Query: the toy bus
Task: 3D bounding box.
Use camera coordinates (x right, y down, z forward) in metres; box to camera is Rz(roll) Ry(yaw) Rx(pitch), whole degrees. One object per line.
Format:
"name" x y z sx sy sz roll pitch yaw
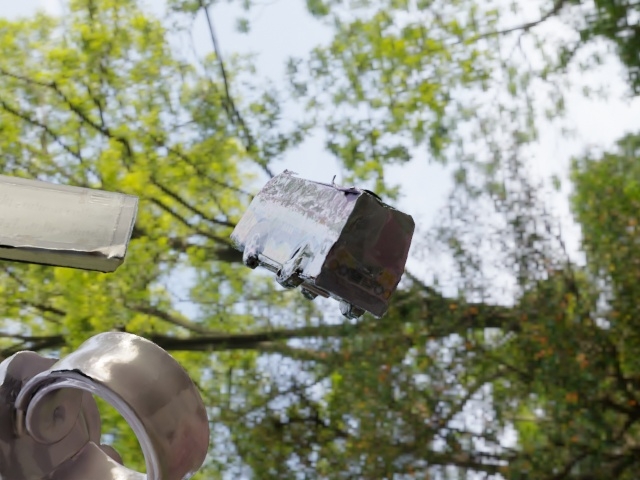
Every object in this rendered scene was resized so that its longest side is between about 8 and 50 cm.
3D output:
"toy bus" 0.000 0.000 1.262 0.112 0.317 0.138 28 -94 -23

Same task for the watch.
"watch" -0.235 0.231 1.159 0.211 0.218 0.248 -36 -66 -58

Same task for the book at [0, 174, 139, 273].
"book" -0.286 -0.021 0.987 0.157 0.231 0.026 -100 20 -68
